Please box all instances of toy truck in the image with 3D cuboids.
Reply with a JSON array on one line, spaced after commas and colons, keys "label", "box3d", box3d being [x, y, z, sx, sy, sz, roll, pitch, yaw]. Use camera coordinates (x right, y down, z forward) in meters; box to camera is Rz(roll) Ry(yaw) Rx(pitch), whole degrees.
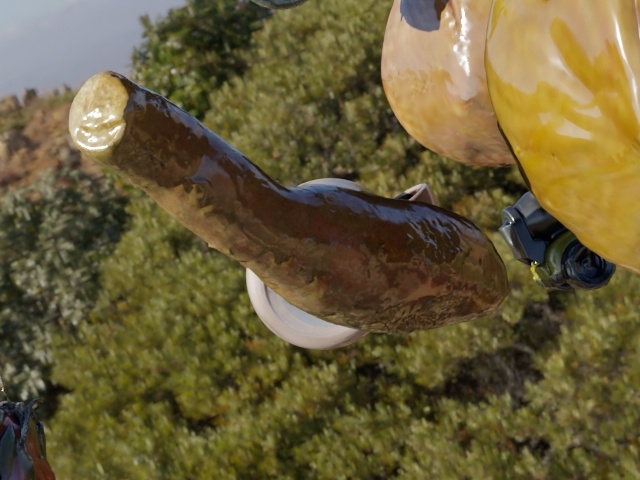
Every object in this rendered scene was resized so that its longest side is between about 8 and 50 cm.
[{"label": "toy truck", "box3d": [0.383, -0.032, 1.364, 0.224, 0.165, 0.147, -37, -1, -5]}]

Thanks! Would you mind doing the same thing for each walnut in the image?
[{"label": "walnut", "box3d": [0.285, -0.140, 0.561, 0.398, 0.308, 0.354, -39, 4, -42]}]

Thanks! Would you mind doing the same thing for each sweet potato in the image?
[{"label": "sweet potato", "box3d": [0.000, 0.000, 0.635, 0.385, 0.109, 0.109, 18, -13, -40]}]

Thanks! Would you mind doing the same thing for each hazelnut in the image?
[{"label": "hazelnut", "box3d": [0.248, -0.255, 1.137, 0.372, 0.315, 0.372, -44, -8, -8]}]

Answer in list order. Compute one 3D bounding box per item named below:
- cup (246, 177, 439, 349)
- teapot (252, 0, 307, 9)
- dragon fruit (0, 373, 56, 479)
[{"label": "cup", "box3d": [0.033, 0.014, 1.146, 0.253, 0.191, 0.200, -31, 6, 9]}, {"label": "teapot", "box3d": [-0.057, -0.321, 1.015, 0.111, 0.149, 0.108, -24, 11, -9]}, {"label": "dragon fruit", "box3d": [-0.347, 0.266, 0.895, 0.234, 0.234, 0.293, -13, 58, 23]}]
